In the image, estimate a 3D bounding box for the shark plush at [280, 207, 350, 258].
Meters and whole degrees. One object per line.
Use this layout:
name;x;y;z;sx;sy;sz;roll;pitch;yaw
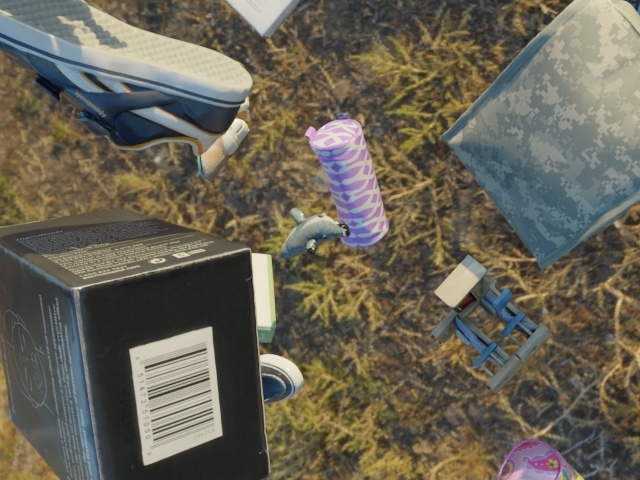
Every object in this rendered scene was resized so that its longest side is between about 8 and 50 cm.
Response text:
shark plush;0.000;0.000;1.116;0.161;0.067;0.073;6;146;48

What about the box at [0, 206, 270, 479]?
box;-0.264;0.136;0.949;0.395;0.212;0.293;15;113;51

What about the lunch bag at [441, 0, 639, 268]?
lunch bag;0.335;-0.145;0.923;0.235;0.169;0.287;54;140;10

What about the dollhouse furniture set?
dollhouse furniture set;0.242;0.131;1.094;0.129;0.184;0.129;-49;63;2

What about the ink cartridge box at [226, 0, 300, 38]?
ink cartridge box;-0.099;-0.504;1.255;0.223;0.045;0.224;46;109;3

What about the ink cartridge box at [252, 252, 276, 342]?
ink cartridge box;-0.200;0.091;1.302;0.056;0.235;0.171;109;161;-45

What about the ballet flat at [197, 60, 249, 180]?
ballet flat;-0.218;-0.286;1.687;0.106;0.107;0.316;-5;68;11

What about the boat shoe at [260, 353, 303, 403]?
boat shoe;-0.169;0.316;1.551;0.301;0.102;0.108;-13;109;38

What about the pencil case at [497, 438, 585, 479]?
pencil case;0.400;0.442;1.180;0.124;0.124;0.284;-18;124;43

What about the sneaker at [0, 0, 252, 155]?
sneaker;-0.246;-0.180;0.818;0.127;0.321;0.126;-58;25;32

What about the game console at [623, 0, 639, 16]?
game console;0.476;-0.330;1.266;0.250;0.173;0.293;30;107;55

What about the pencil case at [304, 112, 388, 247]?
pencil case;0.042;-0.085;1.129;0.088;0.086;0.206;-2;126;26
